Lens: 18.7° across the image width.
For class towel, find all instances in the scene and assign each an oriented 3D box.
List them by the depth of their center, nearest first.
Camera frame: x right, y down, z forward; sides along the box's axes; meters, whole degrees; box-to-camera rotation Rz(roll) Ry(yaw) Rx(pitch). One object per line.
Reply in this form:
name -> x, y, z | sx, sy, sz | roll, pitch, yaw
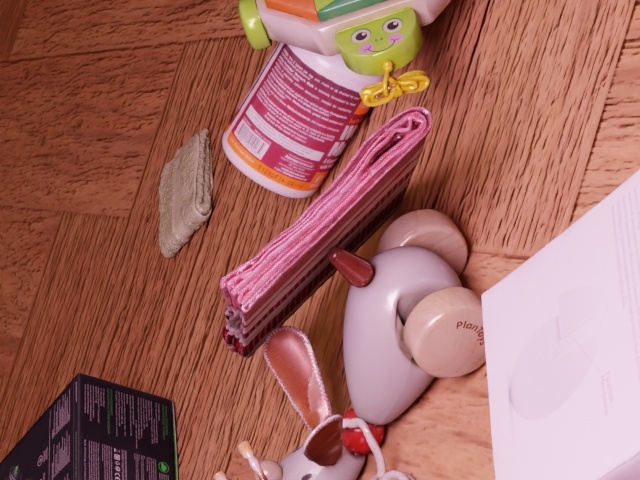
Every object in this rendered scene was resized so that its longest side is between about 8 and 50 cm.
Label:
towel -> 0.000, 0.000, 1.799 | 0.237, 0.037, 0.329 | -44, -6, -10
towel -> -0.170, -0.060, 2.422 | 0.110, 0.027, 0.148 | -46, 35, 40

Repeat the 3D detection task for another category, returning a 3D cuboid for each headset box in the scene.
headset box -> -0.289, 0.339, 2.254 | 0.283, 0.131, 0.246 | -47, 35, 37

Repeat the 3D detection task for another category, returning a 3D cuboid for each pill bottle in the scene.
pill bottle -> -0.004, -0.164, 2.084 | 0.221, 0.121, 0.121 | -57, 30, 23

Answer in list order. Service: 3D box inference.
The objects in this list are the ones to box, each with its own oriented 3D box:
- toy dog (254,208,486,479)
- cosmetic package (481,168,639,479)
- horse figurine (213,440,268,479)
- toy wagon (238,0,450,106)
toy dog -> 0.023, 0.119, 1.795 | 0.333, 0.161, 0.220 | -67, 27, 5
cosmetic package -> 0.244, 0.095, 1.430 | 0.225, 0.138, 0.224 | -43, 37, 43
horse figurine -> -0.046, 0.303, 1.822 | 0.174, 0.066, 0.263 | 59, 163, 24
toy wagon -> 0.046, -0.273, 1.961 | 0.267, 0.068, 0.344 | -18, 44, 7
